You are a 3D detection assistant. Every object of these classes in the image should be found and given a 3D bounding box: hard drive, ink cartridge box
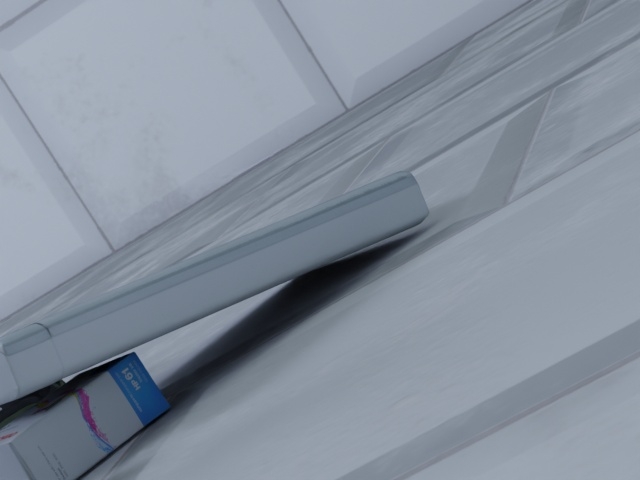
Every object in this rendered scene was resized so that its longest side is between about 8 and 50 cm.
[{"bbox_3d":[-0.116,0.045,1.282,0.353,0.047,0.233,-22,0,-30],"label":"hard drive"},{"bbox_3d":[-0.181,0.137,1.183,0.122,0.052,0.088,-38,9,-38],"label":"ink cartridge box"}]

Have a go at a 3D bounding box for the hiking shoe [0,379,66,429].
[{"bbox_3d":[-0.277,0.123,1.468,0.086,0.114,0.227,-33,6,-7],"label":"hiking shoe"}]
